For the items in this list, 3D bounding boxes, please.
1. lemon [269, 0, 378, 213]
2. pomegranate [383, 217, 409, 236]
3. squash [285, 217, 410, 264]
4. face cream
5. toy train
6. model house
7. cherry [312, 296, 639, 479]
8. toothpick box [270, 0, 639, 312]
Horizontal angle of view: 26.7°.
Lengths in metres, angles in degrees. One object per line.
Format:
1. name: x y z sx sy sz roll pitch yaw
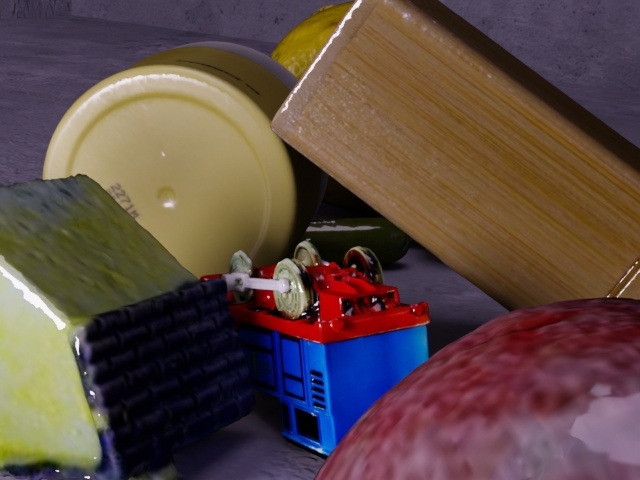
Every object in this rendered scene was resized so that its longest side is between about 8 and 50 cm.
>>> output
1. lemon: 0.067 -0.151 1.527 0.284 0.260 0.260 2 11 37
2. pomegranate: 0.144 -0.045 1.397 0.129 0.129 0.159 -8 10 -38
3. squash: 0.000 0.000 1.320 0.184 0.052 0.052 2 14 -10
4. face cream: -0.111 -0.057 1.175 0.218 0.218 0.179 6 15 8
5. toy train: -0.007 0.070 0.921 0.083 0.131 0.204 -10 8 -25
6. model house: -0.153 0.085 0.857 0.211 0.170 0.194 39 18 15
7. cherry: 0.110 0.131 0.553 0.300 0.202 0.230 -16 22 -16
8. toothpick box: 0.134 -0.065 1.075 0.308 0.190 0.187 38 19 1
